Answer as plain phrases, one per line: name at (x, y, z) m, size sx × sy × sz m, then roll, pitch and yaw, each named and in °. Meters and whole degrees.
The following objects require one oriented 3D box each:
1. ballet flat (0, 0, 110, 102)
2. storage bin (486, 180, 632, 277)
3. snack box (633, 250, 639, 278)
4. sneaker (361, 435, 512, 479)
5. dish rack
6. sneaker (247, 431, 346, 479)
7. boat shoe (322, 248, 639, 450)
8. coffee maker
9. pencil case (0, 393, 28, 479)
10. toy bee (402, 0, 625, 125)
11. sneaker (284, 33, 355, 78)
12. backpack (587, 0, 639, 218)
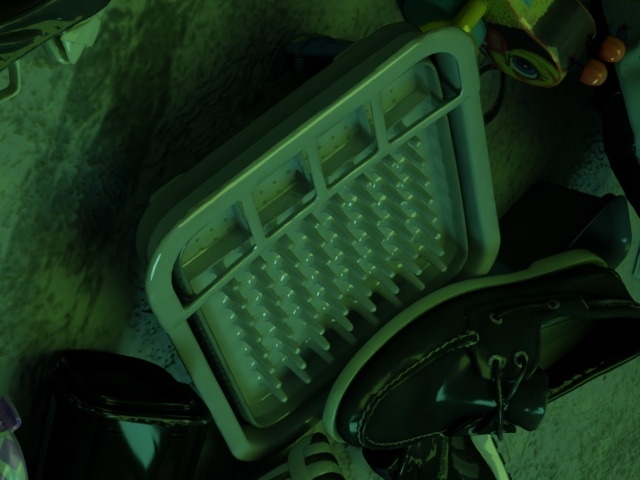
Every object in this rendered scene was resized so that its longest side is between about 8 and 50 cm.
ballet flat at (-0.182, -0.124, 0.866) m, size 0.203 × 0.074 × 0.074 m, roll -37°, pitch 135°, yaw -22°
storage bin at (0.219, 0.010, 1.390) m, size 0.135 × 0.091 × 0.098 m, roll -44°, pitch 138°, yaw -23°
snack box at (0.459, -0.080, 1.541) m, size 0.060 × 0.187 × 0.322 m, roll -10°, pitch 118°, yaw -47°
sneaker at (0.091, 0.195, 1.352) m, size 0.124 × 0.107 × 0.283 m, roll -33°, pitch 123°, yaw -28°
dish rack at (0.000, 0.000, 1.086) m, size 0.285 × 0.072 × 0.333 m, roll -39°, pitch 147°, yaw -14°
sneaker at (-0.046, 0.259, 1.242) m, size 0.163 × 0.106 × 0.281 m, roll -23°, pitch 148°, yaw -5°
boat shoe at (0.155, 0.106, 1.211) m, size 0.340 × 0.113 × 0.127 m, roll -15°, pitch 132°, yaw -41°
coffee maker at (-0.139, 0.183, 1.005) m, size 0.120 × 0.171 × 0.178 m, roll -1°, pitch 111°, yaw -50°
pencil case at (-0.275, 0.165, 0.904) m, size 0.206 × 0.086 × 0.088 m, roll -28°, pitch 163°, yaw -39°
toy bee at (0.160, -0.191, 1.152) m, size 0.298 × 0.162 × 0.195 m, roll 25°, pitch 89°, yaw -52°
sneaker at (0.034, -0.103, 1.129) m, size 0.188 × 0.067 × 0.078 m, roll 33°, pitch 79°, yaw -55°
backpack at (0.351, -0.119, 1.291) m, size 0.355 × 0.273 × 0.290 m, roll 26°, pitch 56°, yaw -49°
